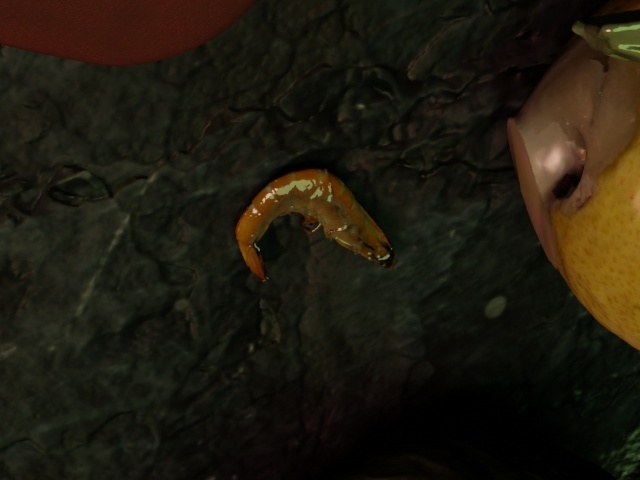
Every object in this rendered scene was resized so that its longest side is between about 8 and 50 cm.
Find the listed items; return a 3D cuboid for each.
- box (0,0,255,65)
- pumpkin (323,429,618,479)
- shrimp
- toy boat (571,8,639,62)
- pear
[{"bbox_3d":[-0.152,-0.207,0.595,0.404,0.108,0.263,8,132,-44],"label":"box"},{"bbox_3d":[0.088,0.359,1.037,0.454,0.344,0.454,-13,118,-27],"label":"pumpkin"},{"bbox_3d":[0.000,0.000,0.932,0.127,0.025,0.091,32,109,-33],"label":"shrimp"},{"bbox_3d":[0.279,-0.141,0.728,0.293,0.093,0.055,-21,104,-6],"label":"toy boat"},{"bbox_3d":[0.258,-0.043,0.866,0.271,0.271,0.271,-11,129,-14],"label":"pear"}]
